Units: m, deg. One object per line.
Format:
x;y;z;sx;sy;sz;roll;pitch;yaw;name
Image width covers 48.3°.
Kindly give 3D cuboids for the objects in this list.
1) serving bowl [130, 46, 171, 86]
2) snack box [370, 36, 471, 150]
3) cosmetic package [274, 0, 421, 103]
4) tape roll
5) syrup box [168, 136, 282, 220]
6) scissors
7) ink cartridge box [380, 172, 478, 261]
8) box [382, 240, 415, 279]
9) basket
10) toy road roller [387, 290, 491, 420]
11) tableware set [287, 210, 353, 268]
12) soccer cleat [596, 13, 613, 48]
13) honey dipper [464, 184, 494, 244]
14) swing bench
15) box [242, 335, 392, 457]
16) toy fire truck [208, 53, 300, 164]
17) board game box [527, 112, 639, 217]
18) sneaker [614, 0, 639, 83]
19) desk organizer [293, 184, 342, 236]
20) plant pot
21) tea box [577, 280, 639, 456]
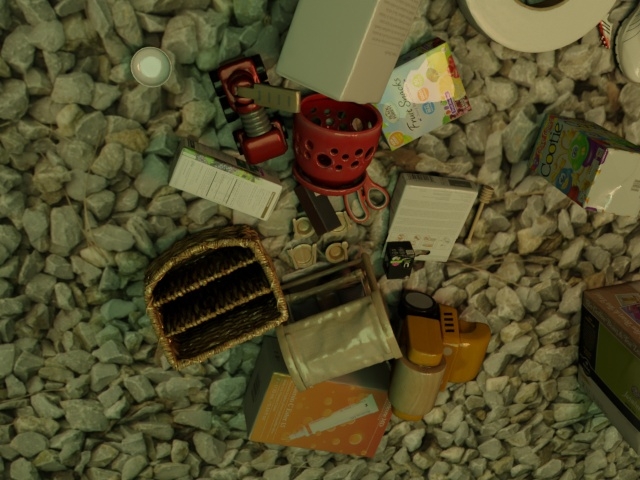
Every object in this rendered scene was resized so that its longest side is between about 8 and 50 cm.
-0.354;-0.365;1.493;0.083;0.027;0.083;-4;115;-10;serving bowl
0.212;-0.327;1.604;0.207;0.070;0.174;-27;117;4;snack box
0.097;-0.506;1.383;0.161;0.230;0.453;28;109;18;cosmetic package
0.474;-0.603;1.528;0.392;0.072;0.392;-5;115;-10;tape roll
-0.212;-0.136;1.593;0.237;0.093;0.096;19;109;-19;syrup box
0.077;-0.177;1.673;0.109;0.021;0.297;-23;119;1;scissors
0.259;-0.054;1.765;0.189;0.066;0.232;4;135;-14;ink cartridge box
0.195;0.050;1.775;0.062;0.052;0.083;-2;133;-10;box
-0.249;0.111;1.629;0.299;0.223;0.213;-23;117;1;basket
0.298;0.286;1.765;0.240;0.329;0.202;11;118;1;toy road roller
0.000;0.000;1.741;0.168;0.020;0.141;-7;116;-8;tableware set
0.661;-0.483;1.647;0.035;0.029;0.083;-26;113;6;soccer cleat
0.393;-0.060;1.790;0.030;0.030;0.161;10;115;-16;honey dipper
0.033;0.190;1.692;0.253;0.255;0.165;-20;117;5;swing bench
-0.002;0.407;1.848;0.345;0.168;0.215;13;111;-17;box
-0.118;-0.260;1.468;0.158;0.246;0.217;-20;117;-2;toy fire truck
0.618;-0.179;1.641;0.142;0.275;0.144;8;113;-15;board game box
0.761;-0.498;1.605;0.111;0.129;0.297;2;115;-15;sneaker
-0.008;-0.079;1.675;0.047;0.050;0.130;-29;93;-32;desk organizer
0.029;-0.207;1.557;0.191;0.191;0.174;0;130;-12;plant pot
0.868;0.326;1.900;0.220;0.329;0.323;-10;117;-6;tea box
